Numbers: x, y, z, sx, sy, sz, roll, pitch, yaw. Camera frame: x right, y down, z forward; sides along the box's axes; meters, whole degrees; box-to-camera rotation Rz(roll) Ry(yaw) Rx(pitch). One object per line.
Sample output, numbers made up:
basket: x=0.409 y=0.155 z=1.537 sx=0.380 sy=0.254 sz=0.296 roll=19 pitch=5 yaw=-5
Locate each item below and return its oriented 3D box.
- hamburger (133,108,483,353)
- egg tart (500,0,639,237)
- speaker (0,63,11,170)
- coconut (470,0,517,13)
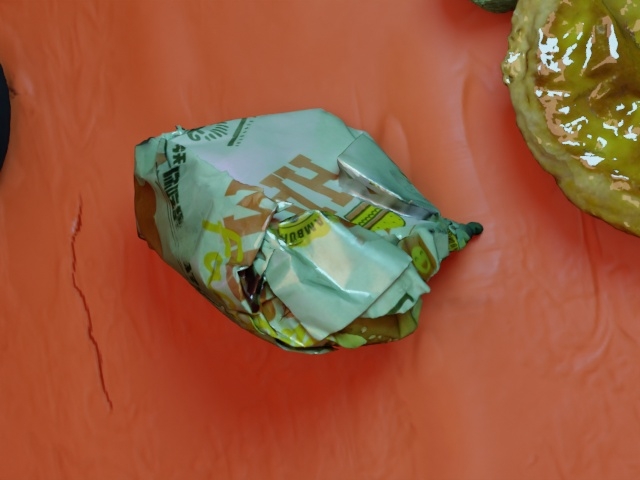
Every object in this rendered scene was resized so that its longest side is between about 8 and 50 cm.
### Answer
hamburger: x=0.003 y=-0.001 z=1.017 sx=0.214 sy=0.235 sz=0.125 roll=42 pitch=118 yaw=42
egg tart: x=0.242 y=-0.116 z=0.974 sx=0.241 sy=0.106 sz=0.241 roll=1 pitch=94 yaw=16
speaker: x=-0.379 y=0.019 z=1.136 sx=0.388 sy=0.180 sz=0.184 roll=-40 pitch=87 yaw=15
coconut: x=0.128 y=-0.200 z=1.017 sx=0.096 sy=0.088 sz=0.088 roll=-46 pitch=79 yaw=20
